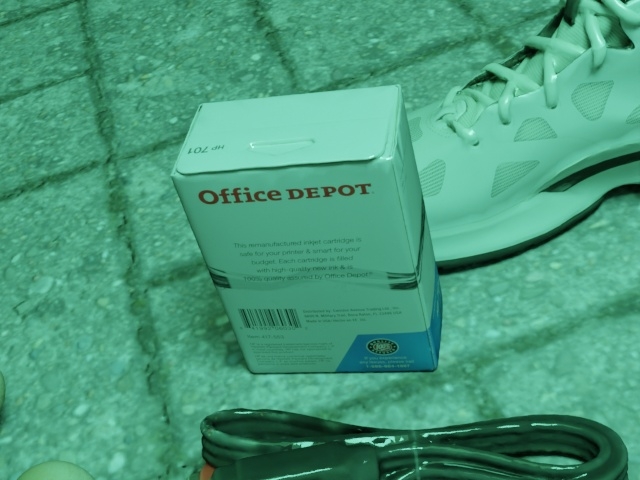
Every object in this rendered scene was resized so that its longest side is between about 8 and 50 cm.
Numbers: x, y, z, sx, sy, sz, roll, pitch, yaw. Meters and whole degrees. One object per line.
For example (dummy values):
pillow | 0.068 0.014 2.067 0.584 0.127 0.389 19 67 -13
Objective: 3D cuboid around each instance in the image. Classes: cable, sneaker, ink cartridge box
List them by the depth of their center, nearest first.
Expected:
cable | 0.034 0.149 0.601 0.287 0.072 0.139 -6 22 -7
ink cartridge box | 0.000 0.000 0.655 0.139 0.191 0.082 -3 41 15
sneaker | 0.174 -0.147 0.717 0.447 0.257 0.169 -14 40 2

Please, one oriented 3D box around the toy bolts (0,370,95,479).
toy bolts | -0.244 0.131 0.596 0.158 0.218 0.228 -32 60 -28
